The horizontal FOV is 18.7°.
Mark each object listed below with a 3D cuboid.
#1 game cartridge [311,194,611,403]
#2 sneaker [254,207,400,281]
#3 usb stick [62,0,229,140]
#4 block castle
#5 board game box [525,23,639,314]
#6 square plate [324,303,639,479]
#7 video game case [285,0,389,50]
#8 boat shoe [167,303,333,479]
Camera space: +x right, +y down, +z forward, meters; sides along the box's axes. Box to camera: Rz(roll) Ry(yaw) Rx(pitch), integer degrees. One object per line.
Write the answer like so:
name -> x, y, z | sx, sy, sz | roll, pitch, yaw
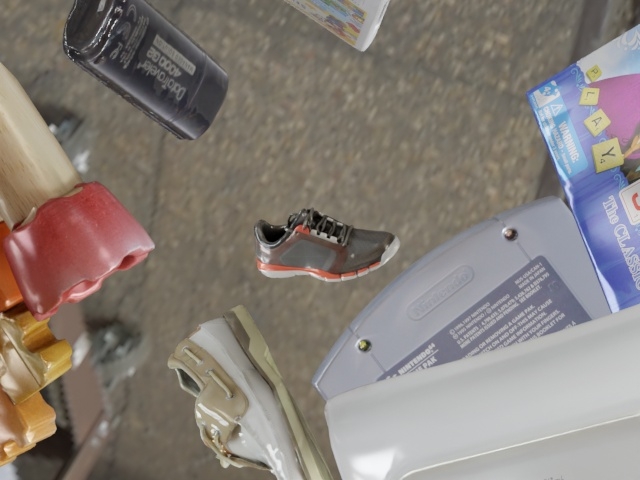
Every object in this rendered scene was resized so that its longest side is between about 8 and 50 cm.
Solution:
game cartridge -> 0.148, 0.100, 1.840 | 0.294, 0.060, 0.196 | -37, 98, -2
sneaker -> 0.000, 0.000, 1.927 | 0.158, 0.061, 0.065 | -5, 120, 24
usb stick -> -0.139, -0.145, 1.584 | 0.045, 0.278, 0.077 | 26, 87, 18
block castle -> -0.328, 0.097, 1.223 | 0.453, 0.303, 0.212 | -35, 88, 44
board game box -> 0.369, -0.070, 1.677 | 0.318, 0.318, 0.066 | -31, 149, 23
square plate -> 0.161, 0.206, 0.921 | 0.347, 0.049, 0.344 | -23, 92, 49
video game case -> -0.046, -0.236, 1.484 | 0.227, 0.026, 0.206 | 34, 172, 1
boat shoe -> -0.072, 0.187, 1.990 | 0.103, 0.302, 0.113 | -27, 125, -4
